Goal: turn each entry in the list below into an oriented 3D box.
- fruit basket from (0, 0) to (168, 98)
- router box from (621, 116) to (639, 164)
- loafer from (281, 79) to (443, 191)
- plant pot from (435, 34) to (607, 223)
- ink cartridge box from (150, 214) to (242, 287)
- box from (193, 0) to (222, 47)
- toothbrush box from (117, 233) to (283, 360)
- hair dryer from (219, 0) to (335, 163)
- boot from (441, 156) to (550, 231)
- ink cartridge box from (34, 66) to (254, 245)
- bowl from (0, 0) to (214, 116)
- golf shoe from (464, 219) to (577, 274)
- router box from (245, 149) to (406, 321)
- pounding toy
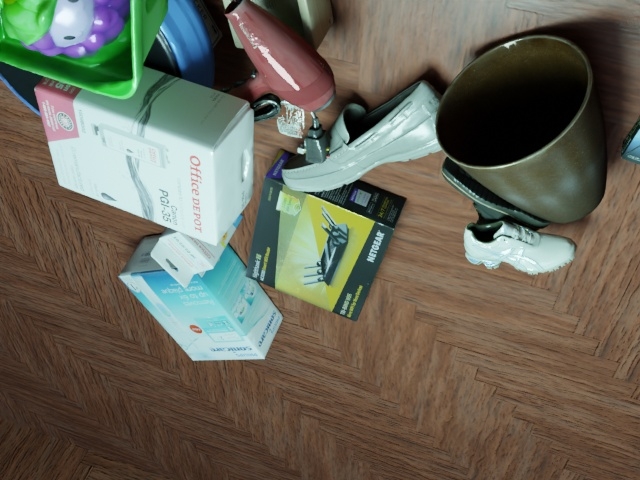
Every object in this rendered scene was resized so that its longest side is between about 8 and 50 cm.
[{"bbox_3d":[-0.335,-0.327,0.877,0.283,0.392,0.392,18,141,10],"label":"fruit basket"},{"bbox_3d":[0.495,-0.137,1.140,0.123,0.038,0.092,20,142,6],"label":"router box"},{"bbox_3d":[0.060,-0.164,1.297,0.319,0.112,0.111,-19,119,32],"label":"loafer"},{"bbox_3d":[0.309,-0.127,1.143,0.215,0.215,0.230,-9,145,36],"label":"plant pot"},{"bbox_3d":[-0.233,-0.012,1.563,0.062,0.181,0.104,-17,126,40],"label":"ink cartridge box"},{"bbox_3d":[-0.322,-0.343,1.308,0.290,0.087,0.169,-4,133,32],"label":"box"},{"bbox_3d":[-0.253,0.123,1.776,0.216,0.126,0.295,-6,134,33],"label":"toothbrush box"},{"bbox_3d":[-0.090,-0.209,1.159,0.224,0.080,0.293,2,137,0],"label":"hair dryer"},{"bbox_3d":[0.261,-0.050,1.344,0.198,0.076,0.137,31,147,-5],"label":"boot"},{"bbox_3d":[-0.250,-0.139,1.205,0.283,0.117,0.207,21,141,12],"label":"ink cartridge box"},{"bbox_3d":[-0.353,-0.297,1.245,0.391,0.077,0.391,16,141,13],"label":"bowl"},{"bbox_3d":[0.310,0.005,1.292,0.176,0.069,0.086,0,144,24],"label":"golf shoe"},{"bbox_3d":[0.000,0.000,1.531,0.243,0.081,0.308,22,142,5],"label":"router box"},{"bbox_3d":[-0.092,-0.377,1.137,0.181,0.094,0.206,8,138,20],"label":"pounding toy"}]
